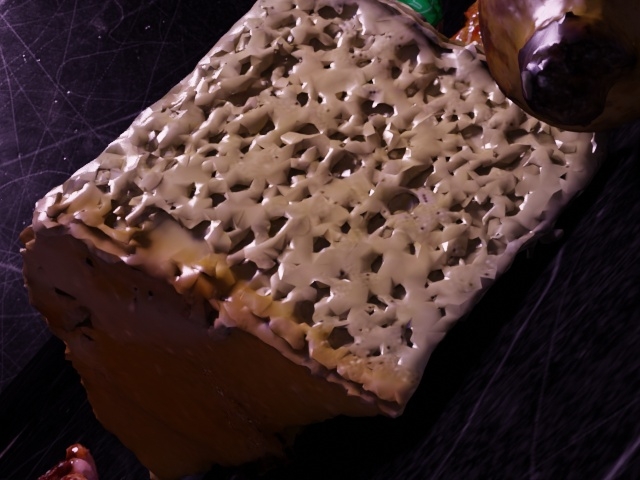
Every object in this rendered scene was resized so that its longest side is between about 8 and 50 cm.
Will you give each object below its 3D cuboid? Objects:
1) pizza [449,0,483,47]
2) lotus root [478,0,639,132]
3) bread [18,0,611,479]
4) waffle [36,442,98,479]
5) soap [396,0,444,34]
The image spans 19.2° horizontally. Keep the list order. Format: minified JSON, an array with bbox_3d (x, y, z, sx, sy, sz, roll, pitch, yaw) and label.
[{"bbox_3d":[0.108,-0.117,1.327,0.127,0.058,0.246,-47,9,25],"label":"pizza"},{"bbox_3d":[0.148,-0.127,0.921,0.145,0.128,0.260,-44,4,37],"label":"lotus root"},{"bbox_3d":[0.012,0.045,1.070,0.248,0.279,0.315,-50,-34,-22],"label":"bread"},{"bbox_3d":[-0.239,0.253,1.441,0.221,0.055,0.234,-52,4,-19],"label":"waffle"},{"bbox_3d":[-0.017,-0.085,1.334,0.273,0.098,0.218,-52,-1,-40],"label":"soap"}]
